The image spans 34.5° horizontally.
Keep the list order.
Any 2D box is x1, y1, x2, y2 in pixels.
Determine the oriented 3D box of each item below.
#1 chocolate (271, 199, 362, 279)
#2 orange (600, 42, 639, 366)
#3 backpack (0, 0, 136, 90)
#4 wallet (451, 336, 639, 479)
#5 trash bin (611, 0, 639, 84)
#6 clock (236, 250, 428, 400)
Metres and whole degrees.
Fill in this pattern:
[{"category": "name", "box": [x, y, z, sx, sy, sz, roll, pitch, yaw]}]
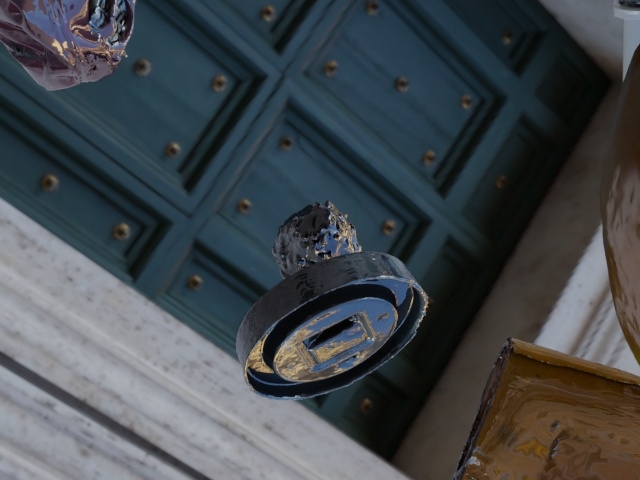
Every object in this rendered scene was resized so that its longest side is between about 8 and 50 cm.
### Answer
[{"category": "chocolate", "box": [0.000, 0.000, 1.631, 0.156, 0.156, 0.133, -62, 178, -19]}, {"category": "orange", "box": [0.256, -0.054, 0.512, 0.262, 0.196, 0.334, 157, -42, -81]}, {"category": "backpack", "box": [-0.272, -0.314, 1.035, 0.197, 0.317, 0.283, -17, 167, -7]}, {"category": "wallet", "box": [0.167, 0.175, 0.714, 0.042, 0.161, 0.195, -90, -163, -79]}, {"category": "trash bin", "box": [0.668, -0.333, 1.908, 0.256, 0.367, 0.296, 5, -151, 17]}, {"category": "clock", "box": [0.015, 0.122, 1.441, 0.280, 0.280, 0.055, -41, -125, 19]}]
